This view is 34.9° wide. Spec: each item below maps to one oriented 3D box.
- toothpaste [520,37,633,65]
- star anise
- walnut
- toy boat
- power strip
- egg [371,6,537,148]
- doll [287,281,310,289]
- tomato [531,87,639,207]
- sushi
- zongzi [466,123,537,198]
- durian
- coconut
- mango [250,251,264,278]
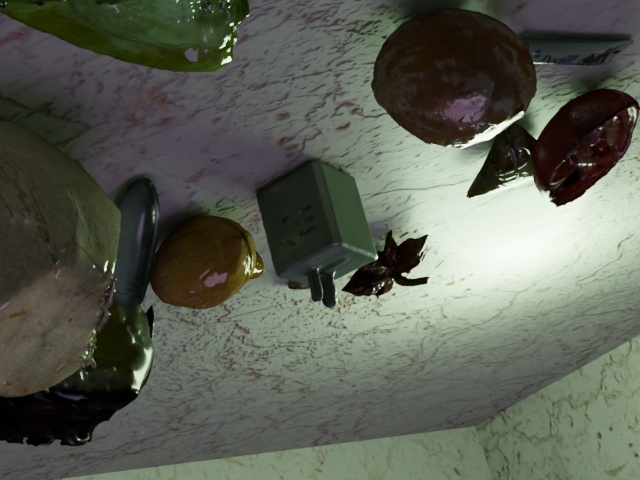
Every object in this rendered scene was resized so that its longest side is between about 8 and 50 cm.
[{"bbox_3d":[0.371,-0.290,1.552,0.255,0.037,0.067,-6,155,-31],"label":"toothpaste"},{"bbox_3d":[0.139,0.057,2.113,0.196,0.111,0.212,-2,161,-13],"label":"star anise"},{"bbox_3d":[-0.209,0.040,1.785,0.207,0.159,0.159,-27,154,29],"label":"walnut"},{"bbox_3d":[-0.303,0.000,1.679,0.085,0.078,0.260,-44,157,-47],"label":"toy boat"},{"bbox_3d":[0.000,0.000,1.728,0.140,0.224,0.139,-28,154,25],"label":"power strip"},{"bbox_3d":[0.182,-0.221,1.391,0.233,0.194,0.195,-4,155,-29],"label":"egg"},{"bbox_3d":[-0.024,0.097,2.154,0.093,0.051,0.061,-29,160,32],"label":"doll"},{"bbox_3d":[0.437,-0.170,1.736,0.228,0.101,0.228,-35,153,-21],"label":"tomato"},{"bbox_3d":[-0.458,0.196,1.815,0.281,0.299,0.294,21,141,-20],"label":"sushi"},{"bbox_3d":[0.310,-0.136,1.812,0.176,0.078,0.160,-22,151,24],"label":"zongzi"},{"bbox_3d":[-0.211,-0.273,0.976,0.204,0.256,0.340,-57,161,-3],"label":"durian"},{"bbox_3d":[-0.443,0.013,1.371,0.346,0.360,0.346,-30,145,-24],"label":"coconut"},{"bbox_3d":[-0.154,0.044,1.920,0.063,0.077,0.127,-25,162,27],"label":"mango"}]
